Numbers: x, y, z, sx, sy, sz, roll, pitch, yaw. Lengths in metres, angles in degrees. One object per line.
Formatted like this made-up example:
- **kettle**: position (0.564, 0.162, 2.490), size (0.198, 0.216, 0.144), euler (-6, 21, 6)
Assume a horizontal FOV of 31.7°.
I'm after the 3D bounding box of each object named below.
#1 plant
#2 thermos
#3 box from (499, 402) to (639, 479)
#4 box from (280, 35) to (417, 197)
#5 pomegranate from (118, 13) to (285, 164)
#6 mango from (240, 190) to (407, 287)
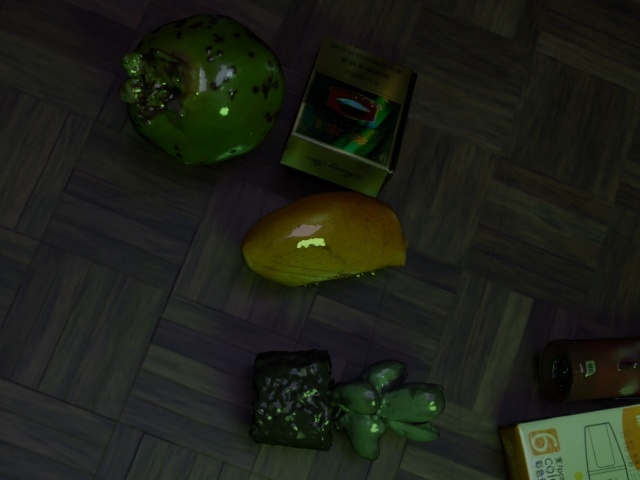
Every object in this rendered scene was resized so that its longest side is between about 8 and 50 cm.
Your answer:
- **plant**: position (0.036, 0.229, 1.566), size (0.274, 0.146, 0.149), euler (6, 86, -8)
- **thermos**: position (0.452, 0.189, 1.674), size (0.232, 0.124, 0.099), euler (0, 79, -18)
- **box**: position (0.391, 0.380, 1.625), size (0.221, 0.091, 0.274), euler (-9, 78, -14)
- **box**: position (0.045, -0.187, 1.674), size (0.159, 0.071, 0.240), euler (21, 47, -7)
- **pomegranate**: position (-0.160, -0.211, 1.577), size (0.231, 0.286, 0.231), euler (-1, 97, -6)
- **mango**: position (0.000, 0.000, 1.627), size (0.252, 0.154, 0.126), euler (-6, 69, -26)
